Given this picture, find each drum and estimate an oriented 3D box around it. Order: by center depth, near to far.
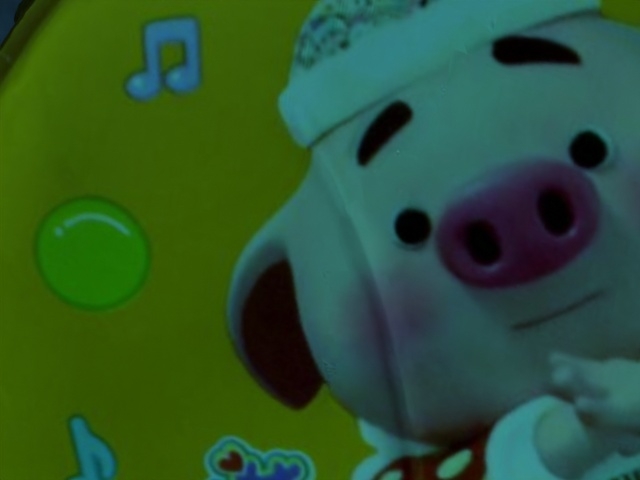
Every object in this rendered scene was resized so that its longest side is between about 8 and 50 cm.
[{"bbox_3d":[0.089,0.037,0.630,0.431,0.214,0.431,2,105,9],"label":"drum"}]
